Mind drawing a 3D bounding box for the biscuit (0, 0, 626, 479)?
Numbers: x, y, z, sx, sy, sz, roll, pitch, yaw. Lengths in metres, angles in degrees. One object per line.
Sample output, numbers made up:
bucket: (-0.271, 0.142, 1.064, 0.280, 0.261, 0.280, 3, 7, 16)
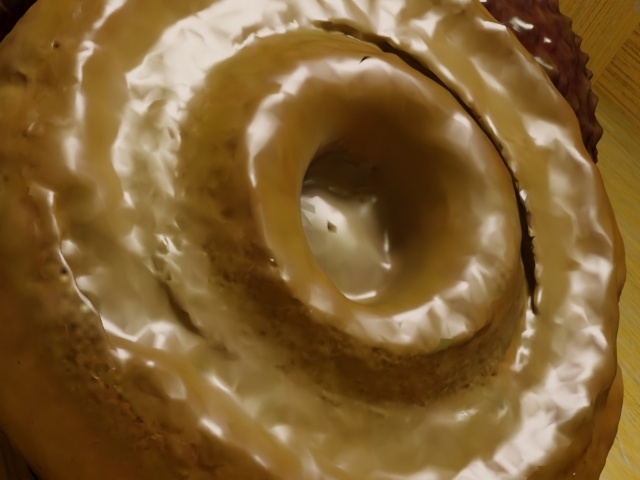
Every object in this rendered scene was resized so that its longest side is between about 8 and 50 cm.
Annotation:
biscuit: (0.000, 0.000, 0.715, 0.296, 0.102, 0.296, 16, 58, -27)

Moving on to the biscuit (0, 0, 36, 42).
biscuit: (-0.160, 0.012, 0.264, 0.107, 0.073, 0.388, 54, 34, -20)

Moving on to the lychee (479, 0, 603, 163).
lychee: (0.006, -0.053, 0.933, 0.271, 0.271, 0.271, 33, 14, -9)
